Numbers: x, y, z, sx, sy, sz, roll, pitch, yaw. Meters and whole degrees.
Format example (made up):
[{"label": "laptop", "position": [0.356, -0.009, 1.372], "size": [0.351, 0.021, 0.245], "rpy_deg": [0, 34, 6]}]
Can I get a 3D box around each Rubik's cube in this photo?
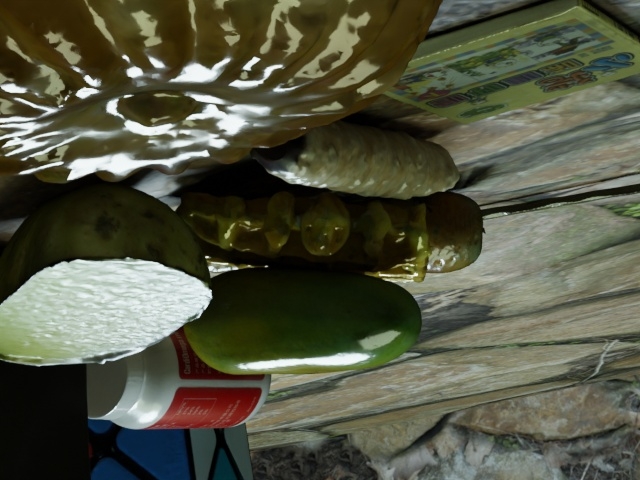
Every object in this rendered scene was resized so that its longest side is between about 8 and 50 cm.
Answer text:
[{"label": "Rubik's cube", "position": [-0.243, 0.275, 2.250], "size": [0.248, 0.246, 0.250], "rpy_deg": [-11, 168, 15]}]

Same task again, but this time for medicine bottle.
[{"label": "medicine bottle", "position": [-0.177, 0.156, 2.012], "size": [0.131, 0.131, 0.250], "rpy_deg": [-17, 165, 36]}]

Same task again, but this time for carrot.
[{"label": "carrot", "position": [0.000, 0.000, 1.561], "size": [0.298, 0.078, 0.078], "rpy_deg": [-5, 168, -4]}]

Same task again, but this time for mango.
[{"label": "mango", "position": [-0.010, 0.068, 1.409], "size": [0.238, 0.091, 0.137], "rpy_deg": [1, 179, 33]}]

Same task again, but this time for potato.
[{"label": "potato", "position": [-0.189, 0.018, 1.391], "size": [0.160, 0.111, 0.272], "rpy_deg": [5, 157, -27]}]

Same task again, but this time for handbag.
[{"label": "handbag", "position": [-0.288, 0.128, 1.533], "size": [0.080, 0.246, 0.223], "rpy_deg": [-6, 170, 24]}]

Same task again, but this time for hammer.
[{"label": "hammer", "position": [0.218, -0.036, 1.656], "size": [0.292, 0.029, 0.058], "rpy_deg": [-10, 167, 13]}]

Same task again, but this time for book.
[{"label": "book", "position": [0.135, -0.123, 1.202], "size": [0.168, 0.013, 0.192], "rpy_deg": [-15, 167, 27]}]

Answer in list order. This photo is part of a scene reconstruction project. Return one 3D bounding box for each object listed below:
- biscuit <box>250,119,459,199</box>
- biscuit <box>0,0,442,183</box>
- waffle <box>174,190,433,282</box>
[{"label": "biscuit", "position": [0.027, -0.062, 1.302], "size": [0.061, 0.055, 0.219], "rpy_deg": [26, -168, 33]}, {"label": "biscuit", "position": [-0.088, -0.106, 0.920], "size": [0.326, 0.107, 0.326], "rpy_deg": [-11, 170, -2]}, {"label": "waffle", "position": [-0.020, -0.005, 1.425], "size": [0.229, 0.057, 0.219], "rpy_deg": [4, 174, 2]}]
